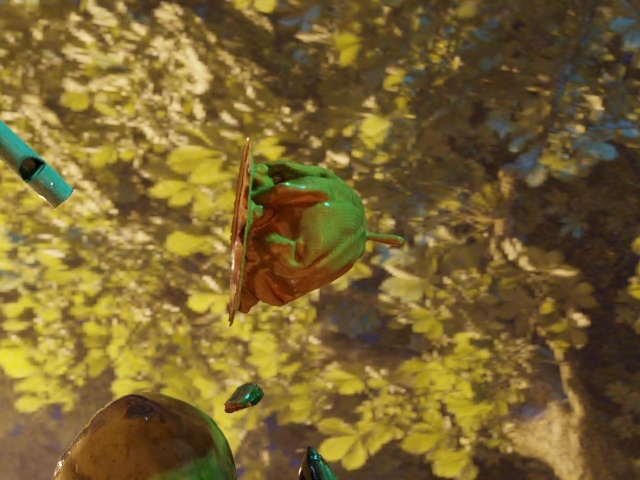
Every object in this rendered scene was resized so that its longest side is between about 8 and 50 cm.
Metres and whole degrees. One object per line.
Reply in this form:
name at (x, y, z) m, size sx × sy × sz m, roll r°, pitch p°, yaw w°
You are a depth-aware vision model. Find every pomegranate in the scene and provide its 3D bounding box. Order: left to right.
pomegranate at (-0.266, 0.367, 1.752) m, size 0.281 × 0.281 × 0.281 m, roll -1°, pitch -92°, yaw 44°

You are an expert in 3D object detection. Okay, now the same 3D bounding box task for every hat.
hat at (0.000, 0.000, 1.575) m, size 0.233 × 0.233 × 0.244 m, roll 112°, pitch -20°, yaw -63°

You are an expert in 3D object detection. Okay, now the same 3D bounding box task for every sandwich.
sandwich at (-0.128, 0.261, 1.937) m, size 0.069 × 0.101 × 0.026 m, roll -23°, pitch -84°, yaw 10°

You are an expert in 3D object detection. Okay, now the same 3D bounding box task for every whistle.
whistle at (-0.375, -0.114, 1.398) m, size 0.039 × 0.186 × 0.039 m, roll -37°, pitch -158°, yaw 18°

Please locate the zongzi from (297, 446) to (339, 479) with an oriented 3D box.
zongzi at (0.015, 0.560, 1.675) m, size 0.383 × 0.319 × 0.362 m, roll 49°, pitch -49°, yaw 44°
